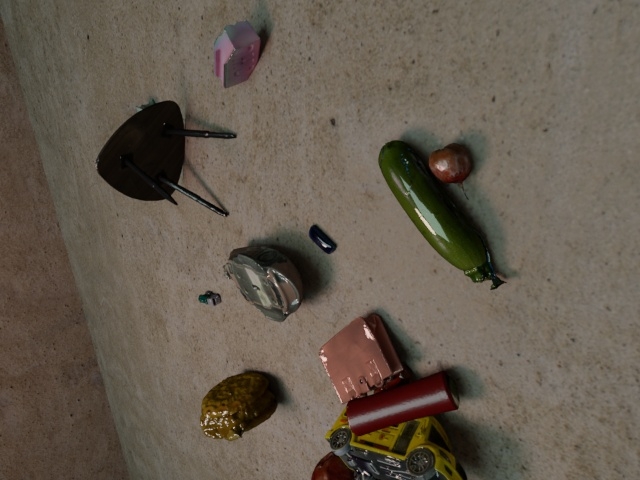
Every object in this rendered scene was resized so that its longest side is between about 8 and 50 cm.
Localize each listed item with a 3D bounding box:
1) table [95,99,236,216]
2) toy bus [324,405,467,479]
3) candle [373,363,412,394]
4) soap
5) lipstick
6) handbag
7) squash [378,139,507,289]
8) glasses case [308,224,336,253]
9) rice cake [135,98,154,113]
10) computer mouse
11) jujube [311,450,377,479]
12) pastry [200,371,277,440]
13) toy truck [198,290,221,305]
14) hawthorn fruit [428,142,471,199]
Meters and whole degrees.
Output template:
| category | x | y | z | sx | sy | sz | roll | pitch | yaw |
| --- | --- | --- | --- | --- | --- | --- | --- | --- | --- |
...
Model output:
| category | x | y | z | sx | sy | sz | roll | pitch | yaw |
| --- | --- | --- | --- | --- | --- | --- | --- | --- | --- |
| table | -0.393 | -0.191 | 1.164 | 0.248 | 0.317 | 0.318 | 25 | 122 | 18 |
| toy bus | 0.174 | 0.469 | 0.901 | 0.330 | 0.152 | 0.144 | -13 | 117 | 46 |
| candle | 0.164 | 0.347 | 0.954 | 0.162 | 0.048 | 0.053 | -60 | 35 | 37 |
| soap | -0.194 | -0.434 | 0.945 | 0.056 | 0.100 | 0.149 | 56 | 159 | 4 |
| lipstick | 0.170 | 0.348 | 0.859 | 0.241 | 0.080 | 0.080 | -26 | 87 | 22 |
| handbag | 0.090 | 0.285 | 0.957 | 0.212 | 0.059 | 0.158 | -51 | 54 | 42 |
| squash | 0.209 | -0.046 | 0.731 | 0.332 | 0.087 | 0.087 | 55 | 134 | 10 |
| glasses case | 0.000 | 0.000 | 0.983 | 0.083 | 0.023 | 0.034 | 45 | 129 | 22 |
| rice cake | -0.578 | -0.360 | 1.358 | 0.069 | 0.063 | 0.207 | 33 | 126 | 28 |
| computer mouse | -0.156 | 0.098 | 1.109 | 0.388 | 0.114 | 0.200 | 9 | 122 | 52 |
| jujube | 0.097 | 0.688 | 1.040 | 0.290 | 0.197 | 0.197 | 52 | 133 | 11 |
| pastry | -0.267 | 0.514 | 1.280 | 0.239 | 0.235 | 0.132 | -19 | 88 | 36 |
| toy truck | -0.387 | 0.205 | 1.407 | 0.083 | 0.044 | 0.039 | 5 | 112 | 42 |
| hawthorn fruit | 0.231 | -0.115 | 0.697 | 0.066 | 0.066 | 0.103 | -27 | 89 | 45 |
